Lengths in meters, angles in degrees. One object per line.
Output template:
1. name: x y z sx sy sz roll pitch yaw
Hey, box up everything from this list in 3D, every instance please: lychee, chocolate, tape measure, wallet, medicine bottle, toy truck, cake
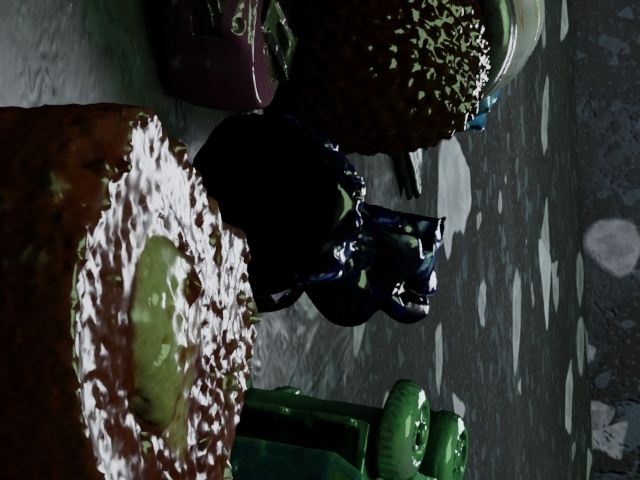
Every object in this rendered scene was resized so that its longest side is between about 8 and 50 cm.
1. lychee: 0.030 -0.151 1.435 0.194 0.194 0.194 -1 90 -75
2. chocolate: 0.003 0.003 1.420 0.126 0.148 0.343 48 6 19
3. tape measure: -0.058 -0.148 1.271 0.125 0.074 0.118 75 23 -57
4. wallet: 0.091 -0.115 1.939 0.088 0.026 0.129 -76 159 -44
5. medicine bottle: 0.114 -0.201 1.766 0.273 0.165 0.165 -31 119 -73
6. toy truck: 0.008 0.177 1.367 0.279 0.155 0.156 39 60 -71
7. cake: -0.121 0.056 0.882 0.283 0.151 0.177 65 24 -67

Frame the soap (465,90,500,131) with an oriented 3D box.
1. soap: 0.147 -0.266 2.066 0.156 0.077 0.293 -70 155 -54
